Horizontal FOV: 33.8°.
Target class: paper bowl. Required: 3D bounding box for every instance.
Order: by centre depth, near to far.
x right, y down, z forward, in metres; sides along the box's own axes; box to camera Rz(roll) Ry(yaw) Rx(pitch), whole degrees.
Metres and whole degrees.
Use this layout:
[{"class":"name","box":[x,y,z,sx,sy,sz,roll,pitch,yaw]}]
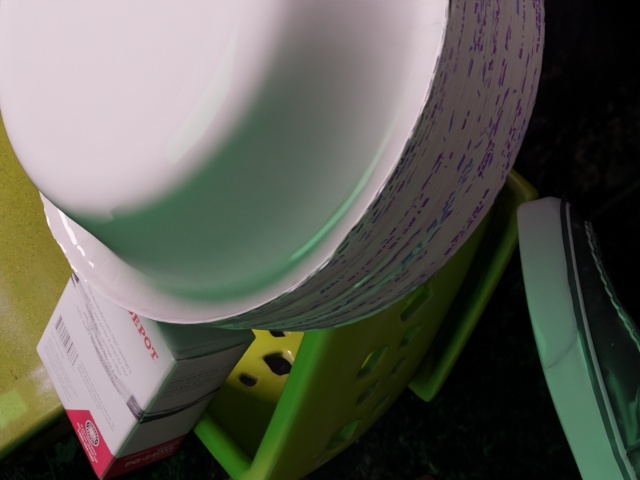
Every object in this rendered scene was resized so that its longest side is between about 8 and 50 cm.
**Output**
[{"class":"paper bowl","box":[-0.048,-0.099,0.517,0.284,0.148,0.284,-6,81,40]}]

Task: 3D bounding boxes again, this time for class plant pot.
[{"class":"plant pot","box":[0.000,0.000,0.727,0.228,0.207,0.227,45,131,32]},{"class":"plant pot","box":[-0.318,0.024,1.030,0.353,0.366,0.366,57,137,7]}]

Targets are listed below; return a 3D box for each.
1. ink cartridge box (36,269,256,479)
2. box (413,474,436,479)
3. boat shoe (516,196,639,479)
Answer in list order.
[{"class":"ink cartridge box","box":[-0.115,0.064,0.668,0.109,0.063,0.150,58,136,23]},{"class":"box","box":[0.067,0.398,0.806,0.191,0.143,0.381,33,125,41]},{"class":"boat shoe","box":[0.199,0.109,0.610,0.102,0.108,0.301,-20,78,17]}]
